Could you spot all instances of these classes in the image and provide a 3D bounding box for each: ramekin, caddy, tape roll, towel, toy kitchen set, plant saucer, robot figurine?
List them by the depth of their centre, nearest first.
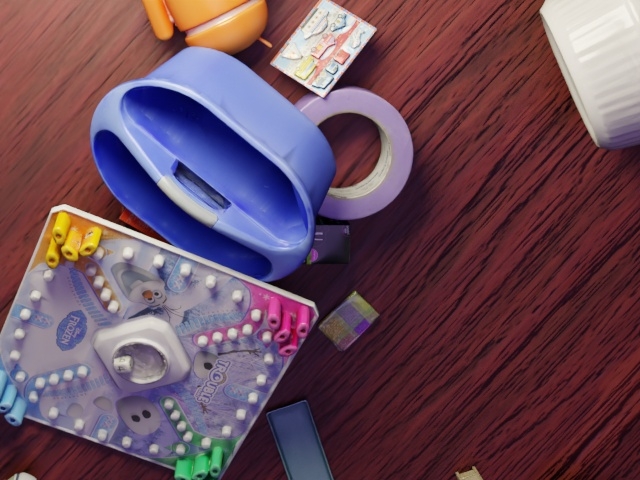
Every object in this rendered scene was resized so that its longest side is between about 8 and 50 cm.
[{"bbox_3d":[-0.146,-0.093,1.682,0.341,0.179,0.241,39,132,-6],"label":"caddy"},{"bbox_3d":[-0.154,-0.343,1.704,0.158,0.128,0.219,-37,108,-34],"label":"robot figurine"},{"bbox_3d":[0.404,-0.249,1.741,0.127,0.273,0.273,-24,106,11],"label":"ramekin"},{"bbox_3d":[0.034,-0.129,1.804,0.189,0.080,0.189,-2,104,-8],"label":"tape roll"},{"bbox_3d":[0.041,0.123,1.901,0.083,0.009,0.060,-44,104,3],"label":"towel"},{"bbox_3d":[-0.025,0.340,1.939,0.067,0.018,0.192,-19,106,-3],"label":"plant saucer"},{"bbox_3d":[0.228,0.414,1.961,0.068,0.075,0.083,-18,101,-2],"label":"toy kitchen set"}]

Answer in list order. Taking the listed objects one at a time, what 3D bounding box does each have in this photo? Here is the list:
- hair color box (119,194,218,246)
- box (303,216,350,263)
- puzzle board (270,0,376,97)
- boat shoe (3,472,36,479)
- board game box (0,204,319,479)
[{"bbox_3d":[-0.218,-0.020,1.799,0.141,0.072,0.043,31,98,-13],"label":"hair color box"},{"bbox_3d":[0.000,0.000,1.844,0.083,0.052,0.062,0,105,-9],"label":"box"},{"bbox_3d":[0.004,-0.274,1.760,0.096,0.011,0.128,34,78,15],"label":"puzzle board"},{"bbox_3d":[-0.520,0.468,1.857,0.094,0.109,0.302,28,101,-11],"label":"boat shoe"},{"bbox_3d":[-0.255,0.173,1.770,0.390,0.050,0.390,22,123,-12],"label":"board game box"}]
